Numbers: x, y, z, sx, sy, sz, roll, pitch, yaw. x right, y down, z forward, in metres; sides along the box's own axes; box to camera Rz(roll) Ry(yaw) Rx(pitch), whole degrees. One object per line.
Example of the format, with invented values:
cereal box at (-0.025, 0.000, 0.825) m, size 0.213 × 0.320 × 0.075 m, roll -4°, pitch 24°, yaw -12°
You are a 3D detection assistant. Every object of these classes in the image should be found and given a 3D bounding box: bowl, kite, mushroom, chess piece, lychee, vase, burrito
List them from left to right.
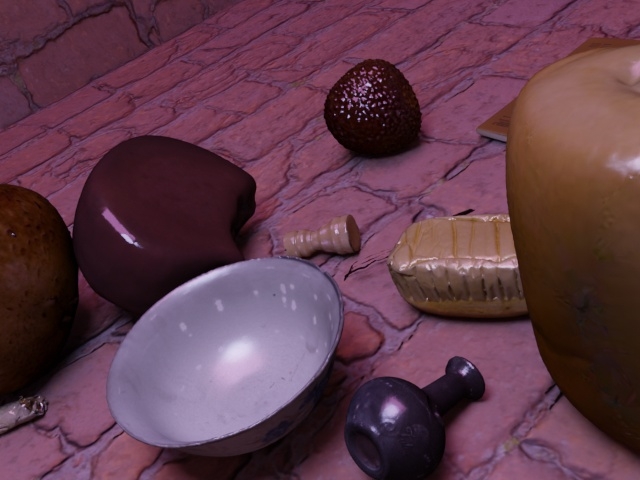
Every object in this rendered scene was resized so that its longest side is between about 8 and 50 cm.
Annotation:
mushroom at (-0.547, 0.065, 1.110) m, size 0.356 × 0.334 × 0.331 m, roll 22°, pitch 73°, yaw 24°
burrito at (-0.509, 0.282, 1.050) m, size 0.185 × 0.041 × 0.045 m, roll -20°, pitch 76°, yaw 0°
bowl at (-0.099, 0.174, 0.887) m, size 0.313 × 0.146 × 0.313 m, roll -15°, pitch 33°, yaw 10°
chess piece at (0.000, 0.000, 1.155) m, size 0.122 × 0.066 × 0.066 m, roll -13°, pitch 34°, yaw 20°
lychee at (0.100, -0.253, 1.350) m, size 0.194 × 0.194 × 0.194 m, roll -14°, pitch 35°, yaw 10°
kite at (0.134, 0.003, 1.064) m, size 0.229 × 0.016 × 0.127 m, roll -28°, pitch -10°, yaw -1°
vase at (0.114, 0.195, 0.791) m, size 0.183 × 0.120 × 0.120 m, roll -25°, pitch 30°, yaw -36°

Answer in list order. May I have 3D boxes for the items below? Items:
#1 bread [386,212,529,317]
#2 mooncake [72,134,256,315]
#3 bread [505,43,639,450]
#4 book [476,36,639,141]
bread at (0.217, 0.035, 0.948) m, size 0.236 × 0.106 × 0.140 m, roll -2°, pitch 40°, yaw 26°
mooncake at (-0.251, -0.027, 1.170) m, size 0.333 × 0.174 × 0.326 m, roll -2°, pitch 45°, yaw -38°
bread at (0.337, 0.024, 0.659) m, size 0.253 × 0.376 × 0.348 m, roll -40°, pitch 40°, yaw -26°
book at (0.514, -0.273, 1.288) m, size 0.389 × 0.032 × 0.269 m, roll -37°, pitch 39°, yaw -22°
